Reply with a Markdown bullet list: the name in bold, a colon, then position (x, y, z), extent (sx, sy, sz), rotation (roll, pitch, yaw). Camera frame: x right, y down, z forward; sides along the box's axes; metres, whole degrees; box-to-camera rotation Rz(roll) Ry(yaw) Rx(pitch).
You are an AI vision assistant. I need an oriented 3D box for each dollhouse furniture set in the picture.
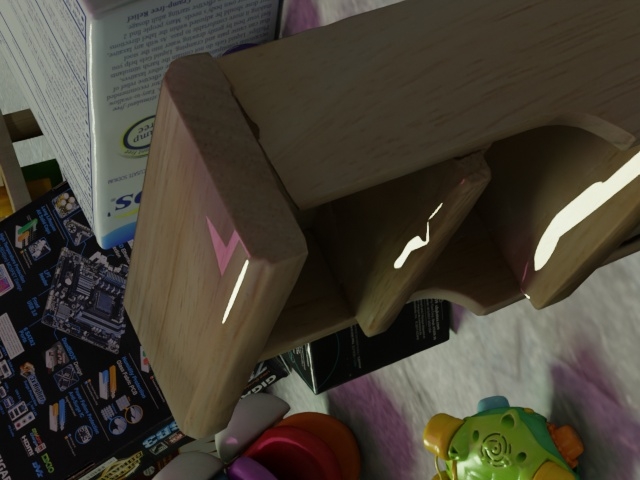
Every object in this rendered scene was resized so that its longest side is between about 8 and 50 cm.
- **dollhouse furniture set**: position (0.135, 0.109, 0.424), extent (0.394, 0.256, 0.362), rotation (63, 159, 17)

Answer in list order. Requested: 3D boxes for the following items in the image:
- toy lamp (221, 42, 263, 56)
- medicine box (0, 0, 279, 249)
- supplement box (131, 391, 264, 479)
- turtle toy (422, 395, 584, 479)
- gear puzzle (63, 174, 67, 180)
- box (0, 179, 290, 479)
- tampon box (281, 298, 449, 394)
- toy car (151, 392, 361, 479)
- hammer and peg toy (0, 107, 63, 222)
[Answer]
- **toy lamp**: position (-0.052, -0.035, 1.027), extent (0.080, 0.080, 0.275), rotation (56, 157, 33)
- **medicine box**: position (-0.162, -0.190, 1.053), extent (0.263, 0.149, 0.289), rotation (59, 158, 27)
- **supplement box**: position (-0.172, 0.193, 1.379), extent (0.191, 0.194, 0.129), rotation (47, 151, 46)
- **turtle toy**: position (0.115, 0.143, 0.779), extent (0.095, 0.066, 0.130), rotation (23, 137, 32)
- **gear puzzle**: position (-0.288, -0.077, 1.634), extent (0.175, 0.044, 0.339), rotation (59, 157, 27)
- **box**: position (-0.224, 0.086, 1.271), extent (0.295, 0.293, 0.073), rotation (56, 178, 30)
- **tampon box**: position (0.000, 0.000, 0.887), extent (0.161, 0.101, 0.120), rotation (43, 147, 52)
- **toy car**: position (-0.040, 0.214, 1.097), extent (0.159, 0.182, 0.136), rotation (48, 151, 5)
- **hammer and peg toy**: position (-0.366, 0.023, 1.683), extent (0.361, 0.127, 0.266), rotation (99, 151, -57)
